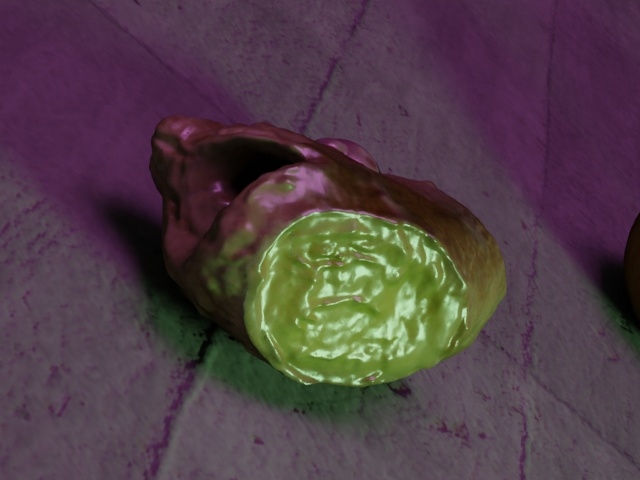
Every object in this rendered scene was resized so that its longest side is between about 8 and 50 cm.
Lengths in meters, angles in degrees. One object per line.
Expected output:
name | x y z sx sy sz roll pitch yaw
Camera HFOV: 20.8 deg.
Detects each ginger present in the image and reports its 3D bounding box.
ginger | 0.000 0.000 1.116 0.276 0.130 0.221 29 16 -29

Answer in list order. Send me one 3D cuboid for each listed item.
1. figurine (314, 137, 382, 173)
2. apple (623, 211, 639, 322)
figurine | 0.011 -0.041 1.271 0.071 0.067 0.083 -77 151 -50
apple | 0.406 0.035 1.646 0.261 0.194 0.261 32 32 -23
